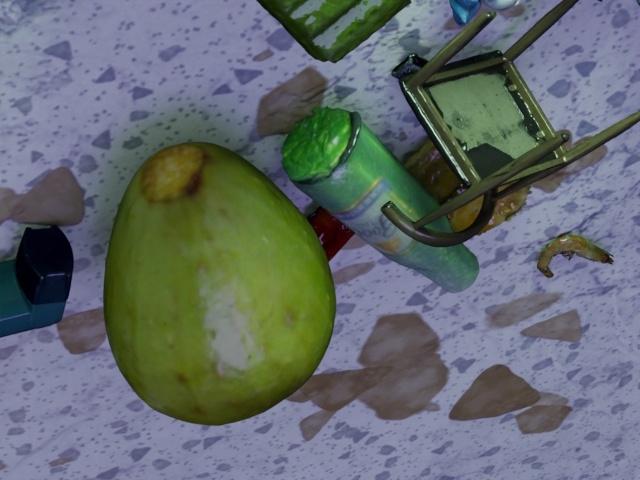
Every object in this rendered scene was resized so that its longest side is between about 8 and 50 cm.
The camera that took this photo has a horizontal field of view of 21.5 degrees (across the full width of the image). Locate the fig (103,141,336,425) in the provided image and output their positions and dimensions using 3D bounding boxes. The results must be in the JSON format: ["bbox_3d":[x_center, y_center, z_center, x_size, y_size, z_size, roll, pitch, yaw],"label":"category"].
[{"bbox_3d":[-0.115,0.039,1.825,0.258,0.258,0.326,-16,131,-10],"label":"fig"}]

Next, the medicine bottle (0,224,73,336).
[{"bbox_3d":[-0.393,0.069,1.856,0.258,0.079,0.124,-15,148,-9],"label":"medicine bottle"}]

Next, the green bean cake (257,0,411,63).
[{"bbox_3d":[-0.047,-0.290,1.445,0.125,0.222,0.248,-36,138,6],"label":"green bean cake"}]

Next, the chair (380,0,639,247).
[{"bbox_3d":[0.183,-0.125,1.799,0.188,0.166,0.272,-19,165,-42],"label":"chair"}]

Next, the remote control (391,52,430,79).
[{"bbox_3d":[0.120,-0.178,1.867,0.039,0.014,0.096,-41,141,25],"label":"remote control"}]

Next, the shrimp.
[{"bbox_3d":[0.339,0.026,2.258,0.114,0.023,0.083,14,135,-34],"label":"shrimp"}]

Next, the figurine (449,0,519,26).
[{"bbox_3d":[0.169,-0.264,1.707,0.114,0.079,0.114,-41,180,0],"label":"figurine"}]

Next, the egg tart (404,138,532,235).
[{"bbox_3d":[0.185,-0.065,2.008,0.191,0.074,0.191,-17,145,-13],"label":"egg tart"}]

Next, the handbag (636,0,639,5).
[{"bbox_3d":[0.474,-0.244,1.834,0.229,0.179,0.062,-7,142,-24],"label":"handbag"}]

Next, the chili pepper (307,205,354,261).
[{"bbox_3d":[0.000,0.000,2.010,0.059,0.050,0.268,-8,146,-48],"label":"chili pepper"}]

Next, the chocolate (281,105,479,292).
[{"bbox_3d":[0.081,-0.032,1.907,0.110,0.110,0.291,-35,131,17],"label":"chocolate"}]
